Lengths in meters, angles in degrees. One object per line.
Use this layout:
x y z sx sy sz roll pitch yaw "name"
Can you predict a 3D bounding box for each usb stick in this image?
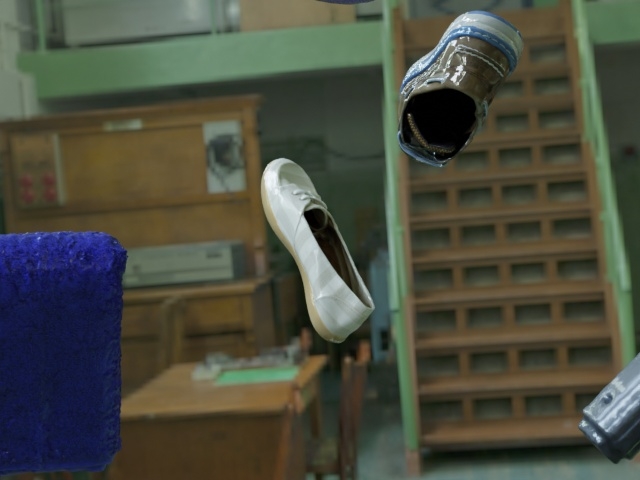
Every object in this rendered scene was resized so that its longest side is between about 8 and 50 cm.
0.321 0.068 1.086 0.278 0.045 0.077 -46 19 3 "usb stick"

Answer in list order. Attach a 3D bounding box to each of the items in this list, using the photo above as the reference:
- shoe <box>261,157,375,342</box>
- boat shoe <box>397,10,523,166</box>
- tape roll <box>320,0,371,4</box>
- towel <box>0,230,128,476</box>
0.000 0.000 1.394 0.076 0.219 0.058 6 -36 -45 "shoe"
0.081 -0.090 0.923 0.066 0.066 0.183 28 -22 3 "boat shoe"
-0.011 -0.220 0.702 0.080 0.189 0.189 -53 25 -20 "tape roll"
-0.298 0.102 0.994 0.308 0.227 0.076 -5 39 -15 "towel"
